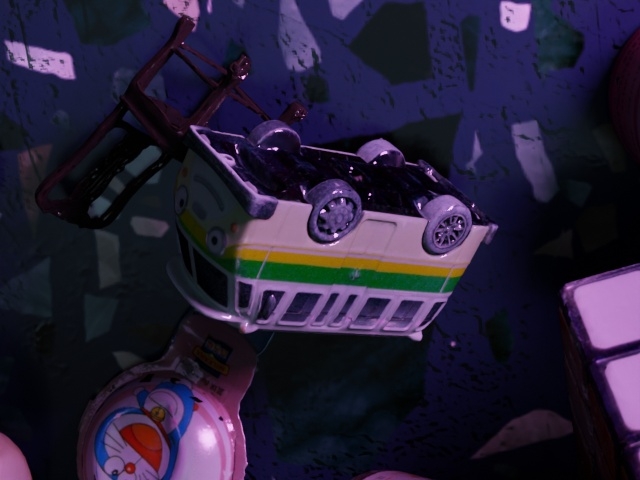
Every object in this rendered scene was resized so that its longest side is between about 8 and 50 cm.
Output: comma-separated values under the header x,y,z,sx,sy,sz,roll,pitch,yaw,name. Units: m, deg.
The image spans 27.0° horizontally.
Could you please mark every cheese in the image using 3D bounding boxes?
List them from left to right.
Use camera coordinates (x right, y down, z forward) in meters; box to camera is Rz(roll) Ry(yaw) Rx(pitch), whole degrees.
x,y,z,sx,sy,sz,roll,pitch,yaw,name
-0.138,0.173,1.282,0.189,0.074,0.286,31,92,21,cheese

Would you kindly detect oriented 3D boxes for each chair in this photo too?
x,y,z,sx,sy,sz,roll,pitch,yaw,name
-0.139,-0.075,1.193,0.229,0.113,0.106,-50,142,10,chair

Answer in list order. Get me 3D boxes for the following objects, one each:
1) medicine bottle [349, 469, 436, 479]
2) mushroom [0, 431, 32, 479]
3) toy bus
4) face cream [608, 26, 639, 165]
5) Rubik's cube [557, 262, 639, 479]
x,y,z,sx,sy,sz,roll,pitch,yaw,name
0.128,0.310,1.226,0.165,0.273,0.165,-1,92,-37,medicine bottle
-0.460,0.312,1.272,0.313,0.224,0.397,28,96,15,mushroom
0.000,0.000,1.167,0.276,0.133,0.165,6,118,-38,toy bus
0.357,-0.115,1.170,0.175,0.195,0.175,0,106,0,face cream
0.416,0.213,1.133,0.337,0.344,0.344,-15,142,1,Rubik's cube
